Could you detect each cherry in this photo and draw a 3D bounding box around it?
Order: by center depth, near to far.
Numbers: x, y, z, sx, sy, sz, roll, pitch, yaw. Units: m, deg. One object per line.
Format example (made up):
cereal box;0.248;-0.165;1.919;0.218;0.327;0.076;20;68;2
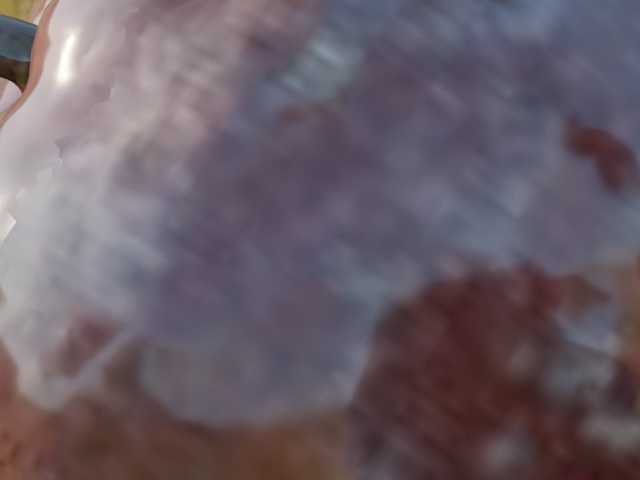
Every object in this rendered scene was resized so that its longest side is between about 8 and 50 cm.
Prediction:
cherry;0.000;0.000;0.461;0.285;0.236;0.213;23;0;-10
